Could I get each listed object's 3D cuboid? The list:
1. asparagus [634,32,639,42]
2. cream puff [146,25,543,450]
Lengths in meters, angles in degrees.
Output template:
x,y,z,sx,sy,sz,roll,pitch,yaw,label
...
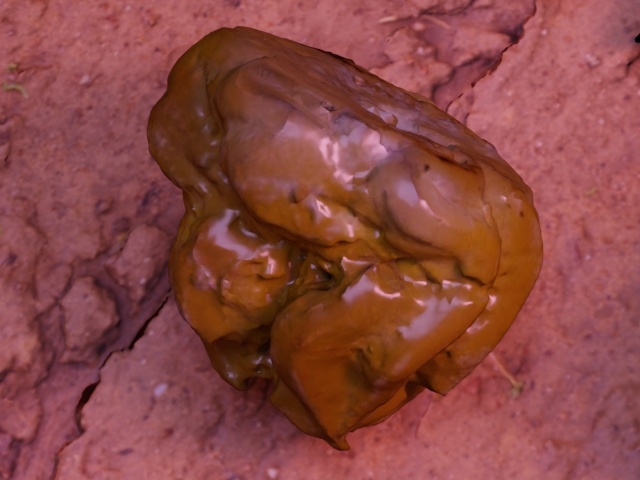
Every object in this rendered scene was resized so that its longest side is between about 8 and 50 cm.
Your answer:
x,y,z,sx,sy,sz,roll,pitch,yaw,label
0.436,-0.219,1.516,0.343,0.082,0.085,-8,60,2,asparagus
-0.001,-0.001,1.382,0.324,0.291,0.257,28,100,4,cream puff
